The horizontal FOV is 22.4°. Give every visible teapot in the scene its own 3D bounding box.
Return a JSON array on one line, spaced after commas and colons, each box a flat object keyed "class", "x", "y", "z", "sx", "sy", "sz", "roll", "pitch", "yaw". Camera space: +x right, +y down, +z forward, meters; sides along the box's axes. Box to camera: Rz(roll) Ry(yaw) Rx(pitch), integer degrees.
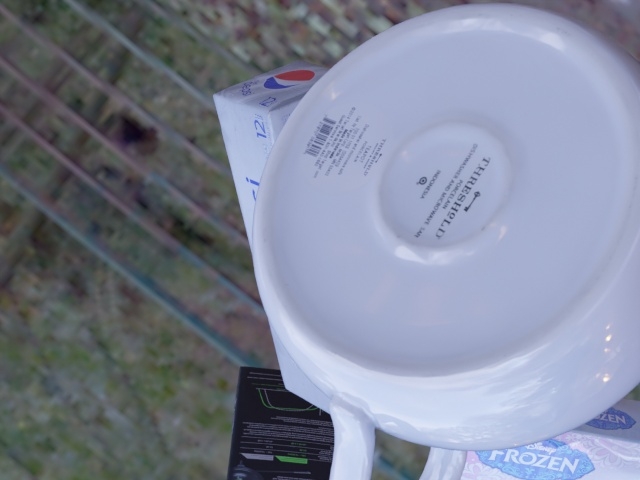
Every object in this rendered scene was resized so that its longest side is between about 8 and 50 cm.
[{"class": "teapot", "x": 0.096, "y": 0.013, "z": 0.872, "sx": 0.187, "sy": 0.256, "sz": 0.252, "roll": 46, "pitch": -154, "yaw": -56}]

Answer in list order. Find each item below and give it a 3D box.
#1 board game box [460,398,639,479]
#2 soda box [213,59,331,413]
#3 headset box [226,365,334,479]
[{"class": "board game box", "x": 0.258, "y": 0.288, "z": 1.591, "sx": 0.318, "sy": 0.066, "sz": 0.318, "roll": 10, "pitch": 127, "yaw": -7}, {"class": "soda box", "x": 0.000, "y": 0.000, "z": 1.353, "sx": 0.098, "sy": 0.091, "sz": 0.286, "roll": 23, "pitch": 132, "yaw": 55}, {"class": "headset box", "x": -0.044, "y": 0.323, "z": 1.758, "sx": 0.131, "sy": 0.283, "sz": 0.246, "roll": 5, "pitch": 126, "yaw": -2}]
